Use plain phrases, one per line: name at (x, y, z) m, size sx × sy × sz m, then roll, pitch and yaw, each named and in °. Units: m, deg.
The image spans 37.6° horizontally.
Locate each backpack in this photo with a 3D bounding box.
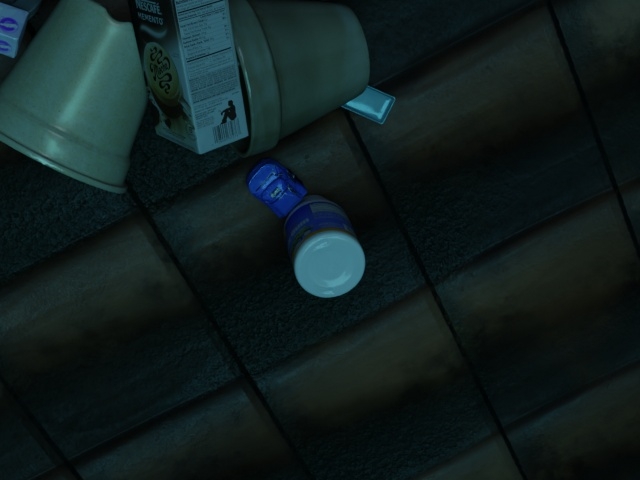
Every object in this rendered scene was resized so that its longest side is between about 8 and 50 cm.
backpack at (-0.099, -0.120, 2.073) m, size 0.120 × 0.101 × 0.098 m, roll 42°, pitch 95°, yaw -19°

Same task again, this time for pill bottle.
pill bottle at (0.000, 0.000, 2.045) m, size 0.152 × 0.272 × 0.152 m, roll -4°, pitch 114°, yaw -9°

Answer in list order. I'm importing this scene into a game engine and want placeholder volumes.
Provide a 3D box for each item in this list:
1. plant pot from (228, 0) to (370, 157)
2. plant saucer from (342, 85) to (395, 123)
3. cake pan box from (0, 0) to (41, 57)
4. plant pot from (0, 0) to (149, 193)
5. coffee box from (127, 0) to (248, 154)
plant pot at (-0.067, -0.353, 1.884) m, size 0.280 × 0.323 × 0.323 m, roll -17°, pitch 116°, yaw -18°
plant saucer at (0.066, -0.321, 2.057) m, size 0.192 × 0.018 × 0.067 m, roll 21°, pitch 108°, yaw -16°
cake pan box at (-0.651, -0.489, 1.752) m, size 0.267 × 0.245 × 0.070 m, roll 19°, pitch 152°, yaw -15°
plant pot at (-0.462, -0.304, 1.839) m, size 0.334 × 0.334 × 0.305 m, roll 27°, pitch 95°, yaw -19°
coffee box at (-0.243, -0.329, 1.724) m, size 0.119 × 0.168 × 0.297 m, roll -26°, pitch 123°, yaw -30°
